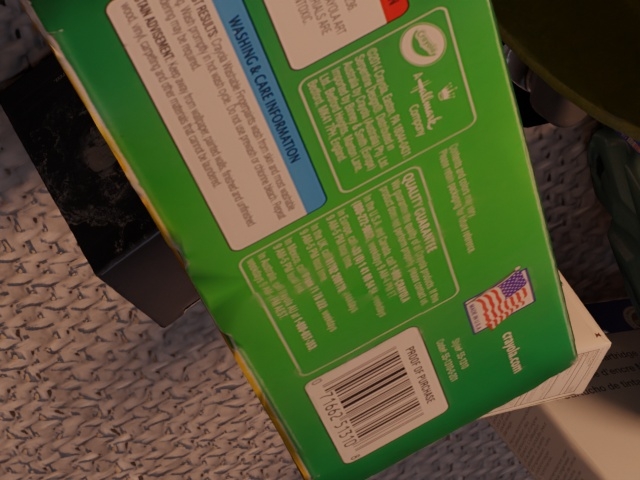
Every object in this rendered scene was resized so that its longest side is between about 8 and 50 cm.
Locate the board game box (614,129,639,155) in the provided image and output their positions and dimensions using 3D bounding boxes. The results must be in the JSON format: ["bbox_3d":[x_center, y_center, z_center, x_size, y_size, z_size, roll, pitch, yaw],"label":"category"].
[{"bbox_3d":[0.285,-0.134,1.332,0.160,0.047,0.210,-43,174,-6],"label":"board game box"}]

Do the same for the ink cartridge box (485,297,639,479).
[{"bbox_3d":[0.295,0.141,1.644,0.324,0.330,0.071,-6,134,-37],"label":"ink cartridge box"}]

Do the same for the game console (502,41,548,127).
[{"bbox_3d":[0.122,-0.150,1.356,0.361,0.044,0.213,-14,144,-27],"label":"game console"}]

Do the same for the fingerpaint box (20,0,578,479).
[{"bbox_3d":[-0.056,-0.144,0.895,0.163,0.371,0.445,-29,148,-3],"label":"fingerpaint box"}]

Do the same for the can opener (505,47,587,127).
[{"bbox_3d":[0.207,-0.203,1.247,0.076,0.095,0.283,13,114,-33],"label":"can opener"}]

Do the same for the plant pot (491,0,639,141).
[{"bbox_3d":[0.263,-0.286,1.042,0.353,0.366,0.366,-33,150,-22],"label":"plant pot"}]

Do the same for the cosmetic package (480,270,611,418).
[{"bbox_3d":[0.092,0.007,1.359,0.099,0.239,0.060,-10,141,-33],"label":"cosmetic package"}]

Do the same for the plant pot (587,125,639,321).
[{"bbox_3d":[0.407,-0.028,1.531,0.334,0.341,0.341,-22,148,-2],"label":"plant pot"}]

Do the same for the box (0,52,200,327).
[{"bbox_3d":[-0.084,-0.062,1.187,0.156,0.158,0.093,-36,148,6],"label":"box"}]
